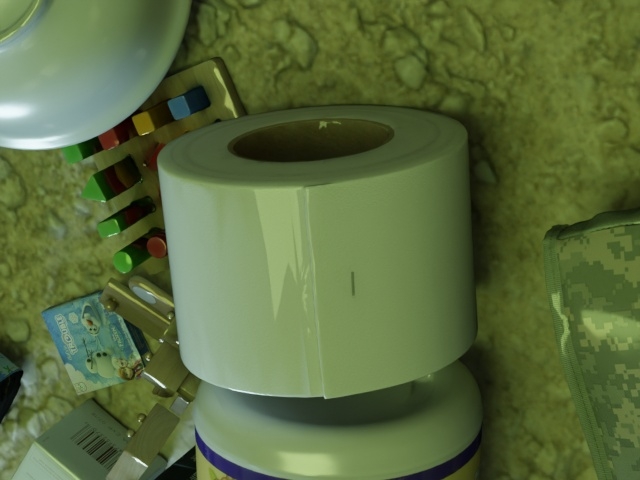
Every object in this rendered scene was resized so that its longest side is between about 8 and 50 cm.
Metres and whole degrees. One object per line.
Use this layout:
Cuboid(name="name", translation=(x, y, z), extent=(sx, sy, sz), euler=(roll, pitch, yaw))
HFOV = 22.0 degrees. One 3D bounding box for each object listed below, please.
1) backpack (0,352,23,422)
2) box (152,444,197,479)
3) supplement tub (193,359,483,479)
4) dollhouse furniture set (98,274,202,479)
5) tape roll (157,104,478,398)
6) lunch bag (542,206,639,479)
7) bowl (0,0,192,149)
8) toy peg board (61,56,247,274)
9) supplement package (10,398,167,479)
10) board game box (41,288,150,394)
Cuboid(name="backpack", translation=(-0.355, 0.154, 1.614), extent=(0.084, 0.105, 0.114), euler=(41, 118, 6))
Cuboid(name="box", translation=(-0.128, 0.290, 1.511), extent=(0.077, 0.180, 0.147), euler=(20, 115, 20))
Cuboid(name="supplement tub", translation=(0.016, 0.264, 1.398), extent=(0.241, 0.241, 0.331), euler=(8, 112, 23))
Cuboid(name="dollhouse furniture set", translation=(-0.171, 0.118, 1.443), extent=(0.123, 0.151, 0.144), euler=(34, 155, -1))
Cuboid(name="tape roll", translation=(0.000, 0.000, 1.306), extent=(0.246, 0.246, 0.169), euler=(3, 109, 25))
Cuboid(name="lunch bag", translation=(0.315, 0.090, 1.233), extent=(0.235, 0.169, 0.287), euler=(-9, 109, 28))
Cuboid(name="bowl", translation=(-0.263, -0.224, 1.363), extent=(0.298, 0.134, 0.298), euler=(1, 93, 12))
Cuboid(name="toy peg board", translation=(-0.136, -0.054, 1.448), extent=(0.160, 0.079, 0.161), euler=(-19, 100, 30))
Cuboid(name="supplement package", translation=(-0.248, 0.264, 1.603), extent=(0.105, 0.105, 0.179), euler=(38, 120, 7))
Cuboid(name="board game box", translation=(-0.212, 0.096, 1.574), extent=(0.090, 0.020, 0.090), euler=(-18, 100, 31))
